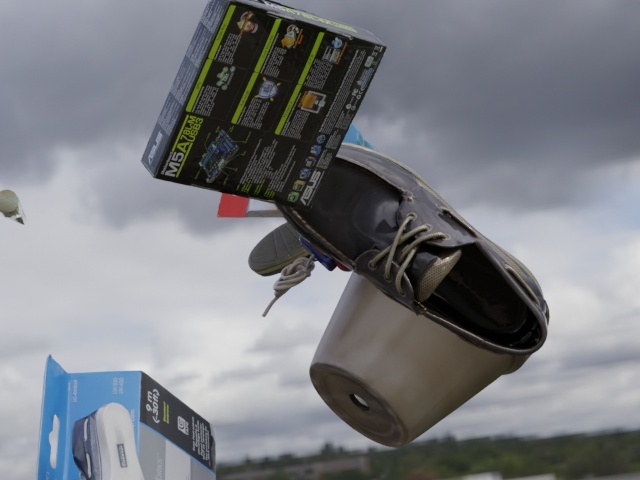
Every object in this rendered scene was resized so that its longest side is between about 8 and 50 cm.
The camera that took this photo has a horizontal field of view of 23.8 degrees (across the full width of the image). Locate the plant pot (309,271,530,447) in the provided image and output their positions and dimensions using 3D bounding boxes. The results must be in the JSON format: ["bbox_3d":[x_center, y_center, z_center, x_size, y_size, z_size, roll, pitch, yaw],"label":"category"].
[{"bbox_3d":[0.136,0.152,2.338,0.280,0.323,0.323,-47,7,-24],"label":"plant pot"}]

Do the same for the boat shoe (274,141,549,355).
[{"bbox_3d":[0.109,0.008,1.620,0.355,0.132,0.130,30,5,-16],"label":"boat shoe"}]

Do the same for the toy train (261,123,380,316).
[{"bbox_3d":[-0.012,-0.023,1.832,0.248,0.105,0.143,-46,-39,-3],"label":"toy train"}]

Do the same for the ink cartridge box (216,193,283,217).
[{"bbox_3d":[-0.095,-0.110,2.417,0.179,0.145,0.045,1,-17,37],"label":"ink cartridge box"}]

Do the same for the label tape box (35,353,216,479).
[{"bbox_3d":[-0.280,0.337,2.261,0.115,0.249,0.348,-15,-34,19],"label":"label tape box"}]

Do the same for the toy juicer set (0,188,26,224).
[{"bbox_3d":[-0.456,-0.125,1.861,0.329,0.089,0.209,37,-10,-24],"label":"toy juicer set"}]

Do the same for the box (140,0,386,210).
[{"bbox_3d":[-0.053,-0.131,1.452,0.184,0.191,0.045,12,24,-32],"label":"box"}]

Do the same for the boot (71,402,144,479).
[{"bbox_3d":[-0.288,0.321,2.054,0.069,0.190,0.086,12,-29,-41],"label":"boot"}]

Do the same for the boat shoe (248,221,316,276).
[{"bbox_3d":[0.000,-0.001,2.287,0.223,0.080,0.073,-31,-47,4],"label":"boat shoe"}]
